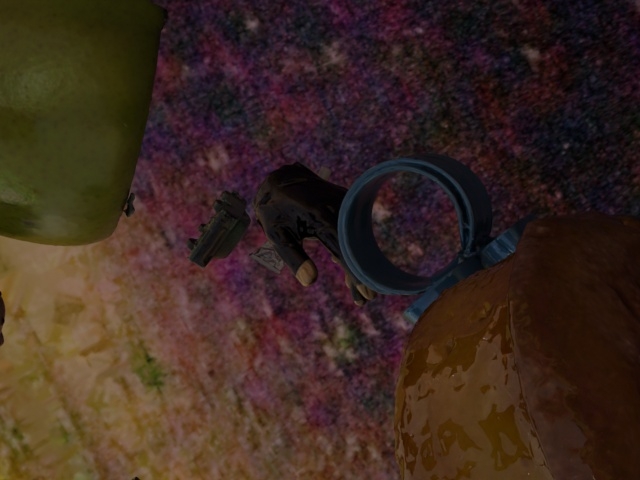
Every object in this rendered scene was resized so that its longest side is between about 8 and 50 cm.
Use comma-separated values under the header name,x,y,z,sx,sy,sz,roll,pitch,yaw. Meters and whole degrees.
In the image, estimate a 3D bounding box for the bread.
name,x,y,z,sx,sy,sz,roll,pitch,yaw
bread,0.173,0.085,0.563,0.194,0.340,0.178,-40,74,37

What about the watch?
name,x,y,z,sx,sy,sz,roll,pitch,yaw
watch,0.129,-0.015,0.920,0.193,0.211,0.211,48,146,10

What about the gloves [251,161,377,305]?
name,x,y,z,sx,sy,sz,roll,pitch,yaw
gloves,-0.001,-0.007,1.417,0.301,0.197,0.152,54,143,9

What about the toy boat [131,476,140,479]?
name,x,y,z,sx,sy,sz,roll,pitch,yaw
toy boat,-0.193,0.340,0.935,0.016,0.063,0.115,-38,106,28

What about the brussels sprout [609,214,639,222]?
name,x,y,z,sx,sy,sz,roll,pitch,yaw
brussels sprout,0.483,0.120,1.229,0.314,0.371,0.276,52,121,22

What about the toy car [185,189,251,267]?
name,x,y,z,sx,sy,sz,roll,pitch,yaw
toy car,-0.222,-0.025,1.756,0.097,0.141,0.320,34,-172,-7

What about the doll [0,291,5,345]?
name,x,y,z,sx,sy,sz,roll,pitch,yaw
doll,-0.439,0.150,0.888,0.119,0.154,0.277,-19,55,25

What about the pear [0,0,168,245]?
name,x,y,z,sx,sy,sz,roll,pitch,yaw
pear,-0.352,-0.132,0.823,0.342,0.318,0.238,150,129,-62

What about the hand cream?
name,x,y,z,sx,sy,sz,roll,pitch,yaw
hand cream,-0.048,-0.045,1.661,0.084,0.256,0.050,31,-172,-28
